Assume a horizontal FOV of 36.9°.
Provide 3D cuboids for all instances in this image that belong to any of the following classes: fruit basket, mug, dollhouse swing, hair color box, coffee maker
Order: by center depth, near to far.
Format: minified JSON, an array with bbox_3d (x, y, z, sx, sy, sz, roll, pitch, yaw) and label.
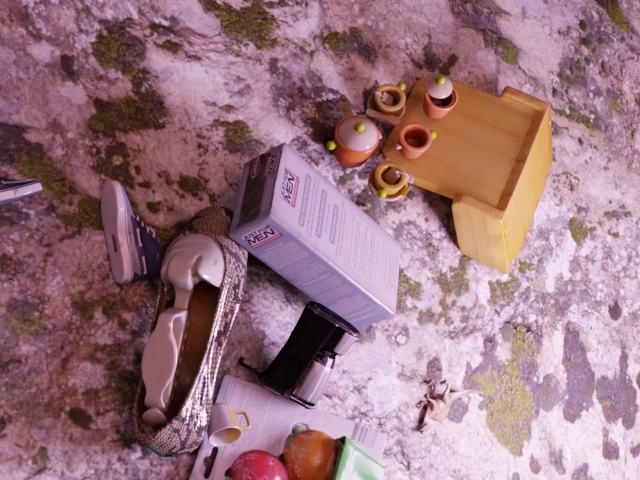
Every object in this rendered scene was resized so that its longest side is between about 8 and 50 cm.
[{"bbox_3d":[-0.177,0.334,1.756,0.078,0.062,0.064,27,29,-44],"label":"mug"},{"bbox_3d":[-0.071,0.464,1.806,0.353,0.165,0.327,20,64,-8],"label":"fruit basket"},{"bbox_3d":[-0.035,0.208,1.843,0.171,0.120,0.178,29,94,-21],"label":"coffee maker"},{"bbox_3d":[0.000,0.000,1.885,0.374,0.113,0.185,40,42,-34],"label":"hair color box"},{"bbox_3d":[0.342,-0.165,2.244,0.347,0.304,0.315,-64,154,-26],"label":"dollhouse swing"}]

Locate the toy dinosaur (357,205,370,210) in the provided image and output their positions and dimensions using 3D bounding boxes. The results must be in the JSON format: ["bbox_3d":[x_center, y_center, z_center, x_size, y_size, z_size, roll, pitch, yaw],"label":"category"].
[{"bbox_3d":[0.024,-0.088,2.022,0.211,0.064,0.112,34,62,-22],"label":"toy dinosaur"}]

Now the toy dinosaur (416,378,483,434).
[{"bbox_3d":[0.265,0.347,2.093,0.183,0.053,0.093,-32,112,-26],"label":"toy dinosaur"}]

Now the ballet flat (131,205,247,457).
[{"bbox_3d":[-0.240,0.141,1.722,0.182,0.164,0.483,51,47,-65],"label":"ballet flat"}]

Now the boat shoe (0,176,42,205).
[{"bbox_3d":[-0.573,-0.100,1.643,0.183,0.065,0.083,-16,89,-33],"label":"boat shoe"}]

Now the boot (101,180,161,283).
[{"bbox_3d":[-0.348,-0.018,1.775,0.086,0.069,0.190,-7,91,-40],"label":"boot"}]

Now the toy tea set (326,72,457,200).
[{"bbox_3d":[0.166,-0.256,2.069,0.200,0.124,0.336,32,65,6],"label":"toy tea set"}]
